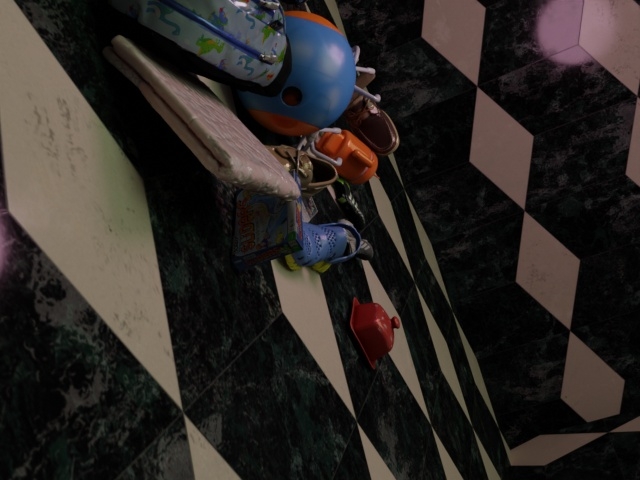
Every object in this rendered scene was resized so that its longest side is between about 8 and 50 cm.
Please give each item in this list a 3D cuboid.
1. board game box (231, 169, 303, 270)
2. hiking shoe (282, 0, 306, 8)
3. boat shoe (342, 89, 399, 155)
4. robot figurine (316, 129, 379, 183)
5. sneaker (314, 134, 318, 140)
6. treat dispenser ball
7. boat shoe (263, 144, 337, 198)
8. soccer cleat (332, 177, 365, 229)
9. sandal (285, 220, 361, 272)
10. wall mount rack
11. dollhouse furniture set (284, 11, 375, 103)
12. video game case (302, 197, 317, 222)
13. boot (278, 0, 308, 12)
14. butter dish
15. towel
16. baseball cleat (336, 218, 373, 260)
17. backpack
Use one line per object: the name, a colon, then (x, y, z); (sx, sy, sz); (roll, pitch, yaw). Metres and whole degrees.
board game box: (-0.103, -0.042, 1.392); (0.201, 0.136, 0.035); (-95, 160, -45)
hiking shoe: (-0.155, -0.791, 2.038); (0.304, 0.113, 0.132); (36, 30, -6)
boat shoe: (0.119, -0.414, 2.251); (0.342, 0.123, 0.123); (59, 17, 13)
robot figurine: (0.090, -0.261, 2.235); (0.219, 0.158, 0.128); (35, 44, -31)
sneaker: (-0.047, -0.372, 2.097); (0.190, 0.071, 0.082); (54, 29, -40)
treat dispenser ball: (-0.059, -0.392, 1.680); (0.288, 0.288, 0.288); (57, 20, -35)
boat shoe: (-0.074, -0.171, 1.646); (0.341, 0.110, 0.121); (1, 72, -63)
soccer cleat: (0.084, -0.112, 2.227); (0.072, 0.060, 0.178); (-8, 71, -64)
sandal: (0.000, 0.000, 1.675); (0.317, 0.138, 0.126); (4, 68, -70)
wall mount rack: (0.056, -0.355, 1.926); (0.131, 0.350, 0.304); (25, 25, -15)
dollhouse furniture set: (-0.012, -0.617, 2.092); (0.303, 0.174, 0.355); (10, 55, -38)
video game case: (-0.070, -0.136, 1.816); (0.190, 0.022, 0.173); (66, 17, -9)
boot: (-0.057, -0.635, 2.339); (0.222, 0.118, 0.338); (-52, 131, -74)
butter dish: (0.156, 0.235, 1.915); (0.160, 0.118, 0.160); (63, 18, -21)
towel: (-0.193, -0.198, 1.247); (0.317, 0.053, 0.332); (47, 11, 14)
baseball cleat: (0.093, 0.026, 2.087); (0.206, 0.072, 0.109); (46, 42, -44)
backpack: (-0.216, -0.411, 1.281); (0.290, 0.273, 0.355); (38, 26, 15)
